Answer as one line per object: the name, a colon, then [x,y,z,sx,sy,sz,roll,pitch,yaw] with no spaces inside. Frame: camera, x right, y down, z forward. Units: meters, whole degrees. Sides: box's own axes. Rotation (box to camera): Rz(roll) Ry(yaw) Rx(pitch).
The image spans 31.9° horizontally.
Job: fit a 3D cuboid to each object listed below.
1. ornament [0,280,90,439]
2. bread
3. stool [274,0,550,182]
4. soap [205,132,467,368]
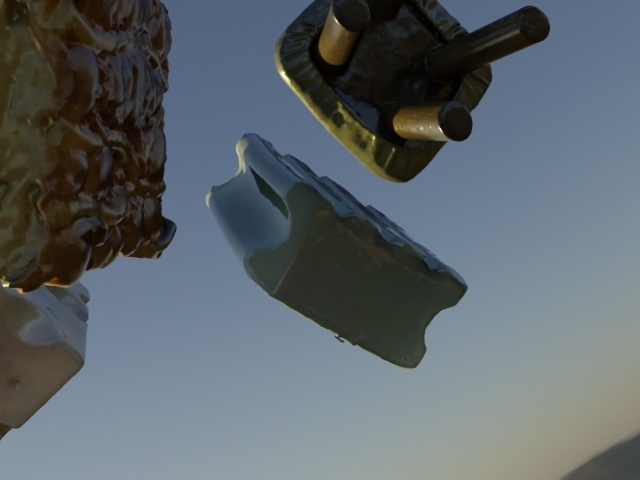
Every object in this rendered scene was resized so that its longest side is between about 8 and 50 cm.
ornament: [-0.378,0.078,1.016,0.240,0.240,0.239,-43,17,2]
bread: [-0.149,-0.072,0.639,0.114,0.184,0.275,0,2,2]
stool: [0.140,-0.289,1.683,0.310,0.310,0.226,-51,13,-23]
soap: [0.000,0.000,1.012,0.095,0.173,0.289,-58,18,5]
